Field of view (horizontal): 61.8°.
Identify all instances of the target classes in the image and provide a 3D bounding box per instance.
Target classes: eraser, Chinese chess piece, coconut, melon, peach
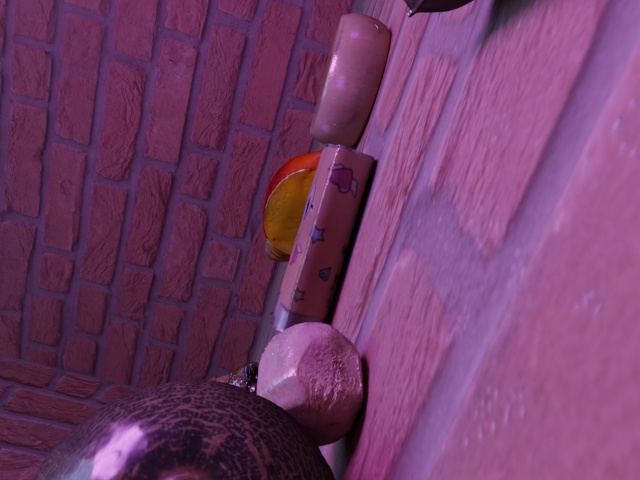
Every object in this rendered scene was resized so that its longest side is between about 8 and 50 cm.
[{"bbox_3d":[0.000,0.000,0.849,0.171,0.087,0.290,-126,52,-84],"label":"eraser"},{"bbox_3d":[0.056,-0.324,1.099,0.273,0.102,0.273,-164,90,-84],"label":"Chinese chess piece"},{"bbox_3d":[-0.007,0.136,0.536,0.124,0.110,0.110,-86,13,-52],"label":"coconut"},{"bbox_3d":[-0.107,0.252,0.423,0.248,0.249,0.329,-81,5,-47],"label":"melon"},{"bbox_3d":[-0.045,-0.104,1.217,0.158,0.154,0.267,-84,10,-65],"label":"peach"}]

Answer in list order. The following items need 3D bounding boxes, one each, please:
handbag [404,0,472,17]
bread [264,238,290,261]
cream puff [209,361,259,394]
[{"bbox_3d":[0.115,-0.251,0.327,0.270,0.117,0.182,-106,41,-81],"label":"handbag"},{"bbox_3d":[-0.083,-0.028,1.538,0.311,0.121,0.172,131,157,-77],"label":"bread"},{"bbox_3d":[-0.177,0.362,1.251,0.169,0.183,0.183,-51,15,22],"label":"cream puff"}]
